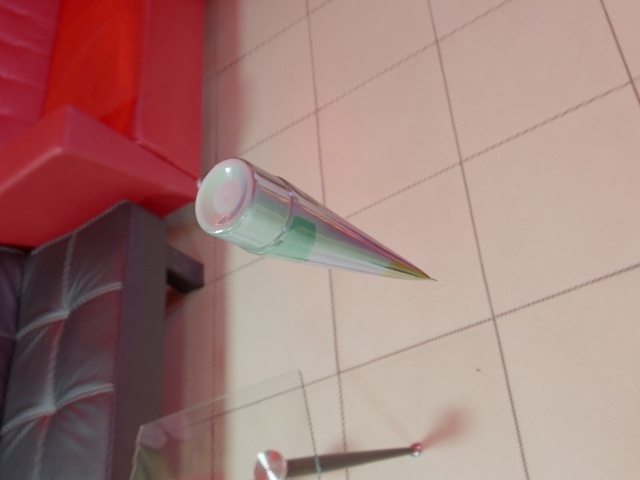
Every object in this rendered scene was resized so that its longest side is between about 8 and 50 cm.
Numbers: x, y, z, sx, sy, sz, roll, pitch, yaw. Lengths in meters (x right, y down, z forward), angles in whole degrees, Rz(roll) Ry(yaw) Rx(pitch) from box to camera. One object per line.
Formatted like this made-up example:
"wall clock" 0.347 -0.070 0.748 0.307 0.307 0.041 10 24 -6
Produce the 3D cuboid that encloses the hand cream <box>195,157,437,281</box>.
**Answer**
"hand cream" 0.000 0.000 0.481 0.076 0.174 0.047 7 78 40
